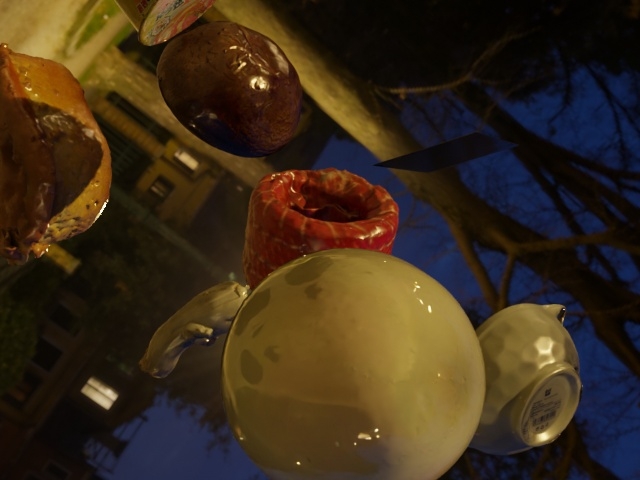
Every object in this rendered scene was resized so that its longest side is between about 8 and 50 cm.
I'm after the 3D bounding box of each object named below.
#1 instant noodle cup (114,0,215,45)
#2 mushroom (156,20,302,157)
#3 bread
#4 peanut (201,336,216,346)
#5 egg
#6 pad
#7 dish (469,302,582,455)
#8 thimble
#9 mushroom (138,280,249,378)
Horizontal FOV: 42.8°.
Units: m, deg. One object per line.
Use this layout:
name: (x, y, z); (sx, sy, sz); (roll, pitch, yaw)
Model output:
instant noodle cup: (-0.296, -0.516, 1.478); (0.264, 0.200, 0.264); (-43, -178, 2)
mushroom: (-0.112, -0.221, 1.158); (0.231, 0.194, 0.138); (-15, 147, -50)
bread: (-0.510, -0.148, 1.418); (0.204, 0.358, 0.337); (-14, 161, -40)
peanut: (-0.258, 0.209, 1.807); (0.054, 0.054, 0.113); (-53, 173, -7)
egg: (0.035, 0.146, 0.890); (0.283, 0.283, 0.345); (-55, -167, -15)
pad: (0.201, -0.134, 1.276); (0.170, 0.006, 0.245); (-16, 175, 27)
dish: (0.343, 0.249, 1.357); (0.303, 0.303, 0.120); (-52, -140, -4)
thimble: (0.000, 0.000, 1.795); (0.350, 0.350, 0.230); (-82, -178, -63)
mushroom: (-0.238, 0.166, 1.527); (0.278, 0.096, 0.099); (-36, -123, 18)
